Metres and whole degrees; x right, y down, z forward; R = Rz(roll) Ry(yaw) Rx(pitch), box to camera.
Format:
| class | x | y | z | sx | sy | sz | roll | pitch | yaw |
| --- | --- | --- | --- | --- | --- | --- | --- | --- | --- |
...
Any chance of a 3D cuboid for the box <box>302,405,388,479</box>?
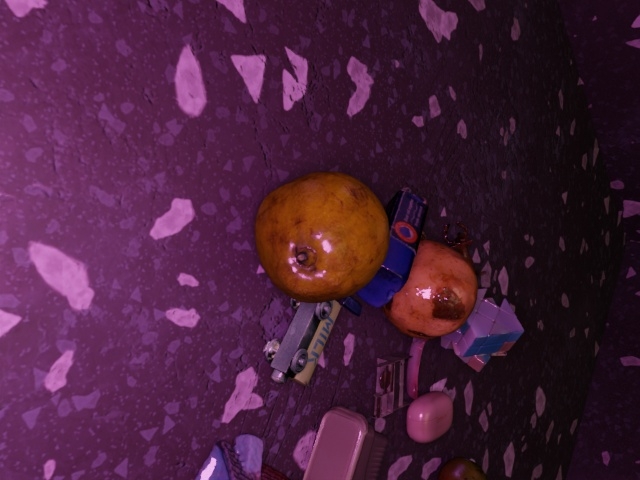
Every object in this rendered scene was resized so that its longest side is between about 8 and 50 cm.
| class | x | y | z | sx | sy | sz | roll | pitch | yaw |
| --- | --- | --- | --- | --- | --- | --- | --- | --- | --- |
| box | 0.066 | 0.579 | 1.269 | 0.178 | 0.138 | 0.274 | 35 | 71 | -47 |

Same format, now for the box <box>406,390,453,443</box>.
| class | x | y | z | sx | sy | sz | roll | pitch | yaw |
| --- | --- | --- | --- | --- | --- | --- | --- | --- | --- |
| box | 0.349 | 0.559 | 1.572 | 0.200 | 0.088 | 0.146 | -4 | 95 | -46 |

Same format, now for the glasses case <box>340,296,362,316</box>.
| class | x | y | z | sx | sy | sz | roll | pitch | yaw |
| --- | --- | --- | --- | --- | --- | --- | --- | --- | --- |
| glasses case | 0.081 | 0.172 | 1.322 | 0.083 | 0.023 | 0.033 | 41 | 59 | -41 |

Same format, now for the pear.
| class | x | y | z | sx | sy | sz | roll | pitch | yaw |
| --- | --- | --- | --- | --- | --- | --- | --- | --- | --- |
| pear | 0.000 | 0.000 | 1.009 | 0.375 | 0.287 | 0.287 | -46 | 132 | -76 |

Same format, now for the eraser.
| class | x | y | z | sx | sy | sz | roll | pitch | yaw |
| --- | --- | --- | --- | --- | --- | --- | --- | --- | --- |
| eraser | 0.180 | 0.011 | 1.260 | 0.102 | 0.155 | 0.332 | 32 | 44 | -4 |

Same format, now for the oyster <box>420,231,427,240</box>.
| class | x | y | z | sx | sy | sz | roll | pitch | yaw |
| --- | --- | --- | --- | --- | --- | --- | --- | --- | --- |
| oyster | 0.291 | 0.005 | 1.505 | 0.166 | 0.053 | 0.108 | 38 | 76 | -48 |

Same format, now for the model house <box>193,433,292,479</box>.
| class | x | y | z | sx | sy | sz | roll | pitch | yaw |
| --- | --- | --- | --- | --- | --- | --- | --- | --- | --- |
| model house | -0.099 | 0.608 | 1.029 | 0.360 | 0.297 | 0.339 | 47 | 30 | -36 |

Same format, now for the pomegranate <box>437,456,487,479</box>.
| class | x | y | z | sx | sy | sz | roll | pitch | yaw |
| --- | --- | --- | --- | --- | --- | --- | --- | --- | --- |
| pomegranate | 0.497 | 0.831 | 1.655 | 0.180 | 0.210 | 0.180 | -4 | 96 | -41 |

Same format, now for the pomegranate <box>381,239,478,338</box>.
| class | x | y | z | sx | sy | sz | roll | pitch | yaw |
| --- | --- | --- | --- | --- | --- | --- | --- | --- | --- |
| pomegranate | 0.297 | 0.135 | 1.363 | 0.281 | 0.281 | 0.281 | -4 | 96 | -45 |

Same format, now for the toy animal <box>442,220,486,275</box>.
| class | x | y | z | sx | sy | sz | roll | pitch | yaw |
| --- | --- | --- | --- | --- | --- | --- | --- | --- | --- |
| toy animal | 0.477 | 0.089 | 1.673 | 0.260 | 0.087 | 0.243 | 39 | 64 | -43 |

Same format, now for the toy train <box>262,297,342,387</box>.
| class | x | y | z | sx | sy | sz | roll | pitch | yaw |
| --- | --- | --- | --- | --- | --- | --- | --- | --- | --- |
| toy train | -0.030 | 0.228 | 1.171 | 0.253 | 0.105 | 0.157 | -65 | 146 | -21 |

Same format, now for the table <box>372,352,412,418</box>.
| class | x | y | z | sx | sy | sz | roll | pitch | yaw |
| --- | --- | --- | --- | --- | --- | --- | --- | --- | --- |
| table | 0.194 | 0.414 | 1.425 | 0.175 | 0.062 | 0.146 | 1 | 92 | -46 |

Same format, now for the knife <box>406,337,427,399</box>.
| class | x | y | z | sx | sy | sz | roll | pitch | yaw |
| --- | --- | --- | --- | --- | --- | --- | --- | --- | --- |
| knife | 0.295 | 0.356 | 1.527 | 0.053 | 0.123 | 0.278 | 8 | 99 | -13 |

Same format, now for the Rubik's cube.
| class | x | y | z | sx | sy | sz | roll | pitch | yaw |
| --- | --- | --- | --- | --- | --- | --- | --- | --- | --- |
| Rubik's cube | 0.499 | 0.296 | 1.612 | 0.265 | 0.224 | 0.213 | -3 | 138 | -15 |
